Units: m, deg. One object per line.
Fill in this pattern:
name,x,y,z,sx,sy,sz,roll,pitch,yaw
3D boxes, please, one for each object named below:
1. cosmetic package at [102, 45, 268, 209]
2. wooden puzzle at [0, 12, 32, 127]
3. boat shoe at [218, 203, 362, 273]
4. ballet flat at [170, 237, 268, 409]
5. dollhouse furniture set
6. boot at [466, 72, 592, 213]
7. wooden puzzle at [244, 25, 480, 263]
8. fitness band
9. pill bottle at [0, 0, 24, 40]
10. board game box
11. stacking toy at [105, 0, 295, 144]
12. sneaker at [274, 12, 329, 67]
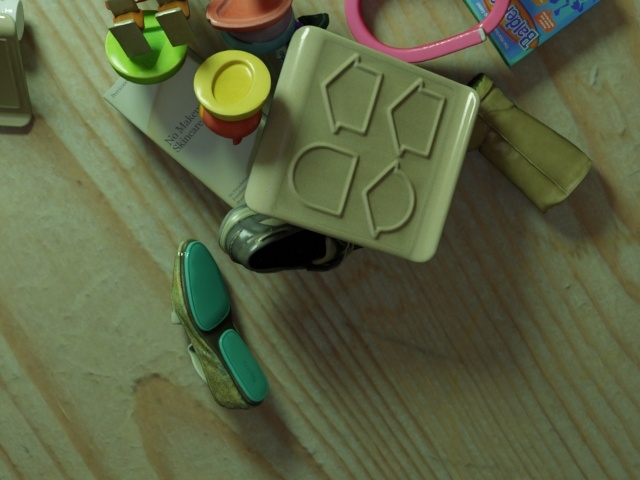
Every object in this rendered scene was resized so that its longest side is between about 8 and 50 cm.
cosmetic package,-0.208,-0.213,1.793,0.309,0.113,0.160,40,99,-14
wooden puzzle,-0.614,-0.296,1.736,0.221,0.044,0.238,3,140,-5
boat shoe,0.000,0.000,1.813,0.355,0.130,0.132,-11,131,-20
ballet flat,-0.214,0.166,1.904,0.123,0.123,0.348,-23,103,3
dollhouse furniture set,-0.224,-0.433,1.625,0.259,0.135,0.262,-13,66,5
boot,0.326,-0.139,1.861,0.269,0.089,0.236,39,100,-14
wooden puzzle,0.070,-0.157,1.737,0.348,0.080,0.322,17,88,-17
fitness band,0.185,-0.421,1.763,0.291,0.054,0.209,-15,104,15
pill bottle,-0.596,-0.380,1.730,0.169,0.094,0.094,4,105,-4
board game box,0.375,-0.435,1.803,0.210,0.047,0.160,-37,104,8
stacking toy,-0.191,-0.323,1.696,0.280,0.130,0.309,14,66,6
sneaker,0.034,-0.267,1.798,0.146,0.102,0.293,-28,105,3
